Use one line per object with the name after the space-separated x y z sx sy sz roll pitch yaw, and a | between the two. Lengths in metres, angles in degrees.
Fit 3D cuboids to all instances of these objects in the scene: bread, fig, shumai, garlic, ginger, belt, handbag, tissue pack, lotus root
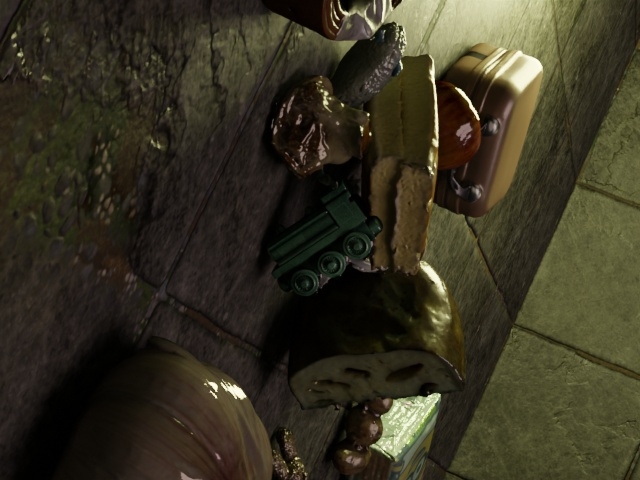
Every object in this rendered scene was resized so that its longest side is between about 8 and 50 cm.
0.114 -0.107 1.806 0.239 0.111 0.246 88 5 -46 | bread
0.169 -0.180 2.007 0.149 0.202 0.148 -38 112 -53 | fig
0.007 -0.138 1.605 0.145 0.116 0.145 -51 155 -34 | shumai
-0.191 0.278 1.406 0.322 0.241 0.322 -15 109 -51 | garlic
0.084 0.368 2.463 0.104 0.080 0.204 12 102 -66 | ginger
0.034 -0.336 1.472 0.261 0.105 0.184 -42 151 -53 | belt
0.277 -0.186 2.256 0.283 0.149 0.302 -45 153 -54 | handbag
0.146 0.481 2.685 0.228 0.128 0.311 -45 151 -45 | tissue pack
0.086 0.108 1.920 0.149 0.267 0.260 63 26 -44 | lotus root

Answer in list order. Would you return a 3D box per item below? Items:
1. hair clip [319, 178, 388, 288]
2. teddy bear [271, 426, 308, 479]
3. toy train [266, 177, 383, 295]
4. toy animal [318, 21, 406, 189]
0.049 -0.003 1.876 0.054 0.140 0.220 -44 177 37 | hair clip
-0.058 0.399 2.109 0.119 0.078 0.160 -54 157 -44 | teddy bear
0.000 0.000 1.713 0.170 0.111 0.071 -34 -174 14 | toy train
0.041 -0.194 1.698 0.253 0.070 0.079 -61 -158 -10 | toy animal
